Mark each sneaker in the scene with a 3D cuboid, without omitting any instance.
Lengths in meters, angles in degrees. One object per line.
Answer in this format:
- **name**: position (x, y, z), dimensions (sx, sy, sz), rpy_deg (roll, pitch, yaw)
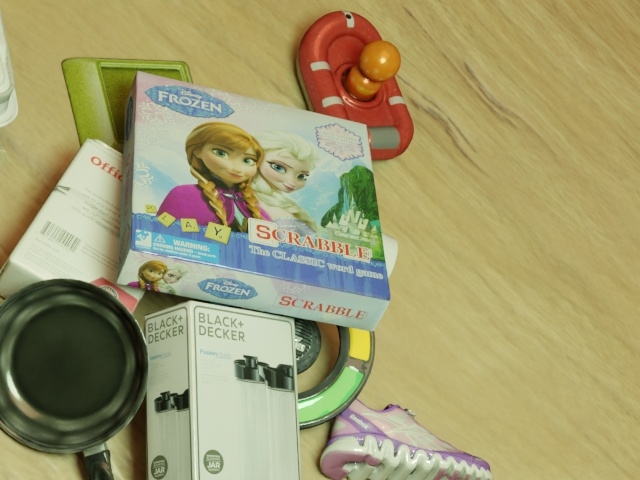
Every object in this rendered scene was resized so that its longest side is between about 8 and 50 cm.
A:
- **sneaker**: position (0.112, 0.260, 1.749), dimensions (0.236, 0.095, 0.105), rpy_deg (17, 47, -19)

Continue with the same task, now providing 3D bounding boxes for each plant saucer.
- **plant saucer**: position (-0.234, -0.173, 1.842), dimensions (0.188, 0.045, 0.188), rpy_deg (-3, 63, -31)

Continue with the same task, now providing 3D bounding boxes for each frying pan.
- **frying pan**: position (-0.247, 0.189, 1.560), dimensions (0.197, 0.053, 0.326), rpy_deg (-41, 90, 2)

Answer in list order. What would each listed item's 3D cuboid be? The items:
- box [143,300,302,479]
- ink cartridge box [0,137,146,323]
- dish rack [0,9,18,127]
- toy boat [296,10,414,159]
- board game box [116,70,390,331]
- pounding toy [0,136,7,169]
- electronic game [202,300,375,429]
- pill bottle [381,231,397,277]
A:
- **box**: position (-0.111, 0.225, 1.579), dimensions (0.169, 0.087, 0.290), rpy_deg (14, 66, -42)
- **ink cartridge box**: position (-0.274, 0.004, 1.680), dimensions (0.158, 0.092, 0.218), rpy_deg (32, 52, -9)
- **dish rack**: position (-0.532, -0.265, 1.667), dimensions (0.332, 0.072, 0.286), rpy_deg (6, 42, -28)
- **toy boat**: position (0.063, -0.235, 1.982), dimensions (0.151, 0.151, 0.231), rpy_deg (-5, 65, -33)
- **board game box**: position (-0.084, -0.052, 1.689), dimensions (0.318, 0.066, 0.318), rpy_deg (11, 43, -18)
- **pounding toy**: position (-0.493, -0.066, 1.579), dimensions (0.206, 0.181, 0.094), rpy_deg (10, 28, -33)
- **electronic game**: position (-0.044, 0.125, 1.729), dimensions (0.229, 0.048, 0.229), rpy_deg (3, 70, -10)
- **pill bottle**: position (0.000, 0.000, 1.829), dimensions (0.193, 0.108, 0.108), rpy_deg (21, 53, -17)
